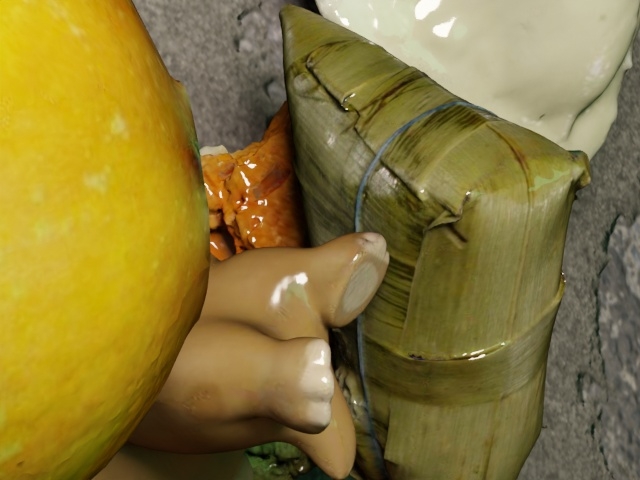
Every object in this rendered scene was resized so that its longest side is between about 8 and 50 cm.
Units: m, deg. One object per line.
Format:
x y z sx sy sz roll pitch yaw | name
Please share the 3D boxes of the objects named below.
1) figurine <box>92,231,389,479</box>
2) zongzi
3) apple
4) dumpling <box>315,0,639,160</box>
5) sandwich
-0.078 0.093 1.093 0.177 0.247 0.173 -64 148 -55 | figurine
0.034 0.012 1.197 0.125 0.274 0.251 -10 121 -32 | zongzi
-0.231 -0.031 0.875 0.374 0.374 0.384 -23 104 -45 | apple
0.104 -0.193 1.373 0.243 0.187 0.318 -15 81 -41 | dumpling
0.010 0.002 1.295 0.292 0.109 0.212 -43 110 -41 | sandwich
